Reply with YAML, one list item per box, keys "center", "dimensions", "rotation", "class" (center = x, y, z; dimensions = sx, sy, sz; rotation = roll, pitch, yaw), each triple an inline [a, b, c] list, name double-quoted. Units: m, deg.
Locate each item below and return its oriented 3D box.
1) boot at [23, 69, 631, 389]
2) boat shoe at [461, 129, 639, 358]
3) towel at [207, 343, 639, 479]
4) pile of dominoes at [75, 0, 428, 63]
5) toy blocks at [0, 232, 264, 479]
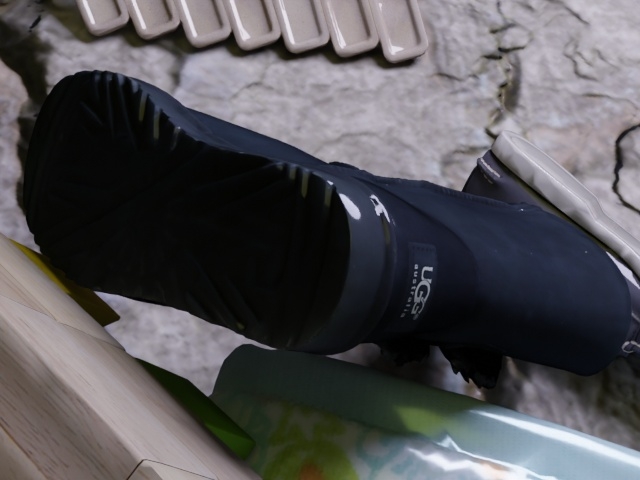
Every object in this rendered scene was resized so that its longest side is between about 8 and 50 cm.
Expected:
- center: [0.000, 0.000, 0.499]
  dimensions: [0.246, 0.207, 0.094]
  rotation: [21, 95, 43]
  class: "boot"
- center: [0.154, 0.030, 0.562]
  dimensions: [0.206, 0.075, 0.065]
  rotation: [47, 111, 18]
  class: "boat shoe"
- center: [0.081, 0.233, 0.408]
  dimensions: [0.374, 0.090, 0.321]
  rotation: [16, 59, 9]
  class: "towel"
- center: [-0.045, -0.218, 0.681]
  dimensions: [0.251, 0.040, 0.196]
  rotation: [4, 91, 2]
  class: "pile of dominoes"
- center: [-0.175, 0.132, 0.383]
  dimensions: [0.381, 0.191, 0.261]
  rotation: [36, 88, 31]
  class: "toy blocks"
